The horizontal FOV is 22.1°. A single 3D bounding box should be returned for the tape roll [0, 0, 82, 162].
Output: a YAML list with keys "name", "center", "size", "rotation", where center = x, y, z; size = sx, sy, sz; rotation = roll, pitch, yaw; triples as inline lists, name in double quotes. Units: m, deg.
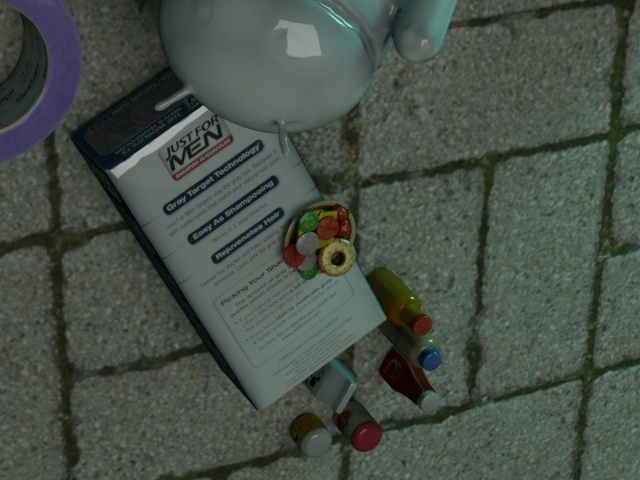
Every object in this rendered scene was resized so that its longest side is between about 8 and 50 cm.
- name: "tape roll"
  center: [-0.314, -0.166, 1.465]
  size: [0.189, 0.080, 0.189]
  rotation: [-12, 120, -22]

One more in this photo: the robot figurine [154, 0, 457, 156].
- name: "robot figurine"
  center: [-0.016, -0.242, 1.456]
  size: [0.353, 0.300, 0.200]
  rotation: [-65, 155, -19]

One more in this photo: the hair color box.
- name: "hair color box"
  center: [-0.085, -0.009, 1.655]
  size: [0.174, 0.105, 0.347]
  rotation: [-36, 127, -10]

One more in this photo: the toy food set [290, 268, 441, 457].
- name: "toy food set"
  center: [0.064, 0.161, 1.829]
  size: [0.111, 0.104, 0.232]
  rotation: [22, 104, -35]

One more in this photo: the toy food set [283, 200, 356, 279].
- name: "toy food set"
  center: [0.000, 0.000, 1.630]
  size: [0.083, 0.020, 0.083]
  rotation: [-6, 117, -29]
